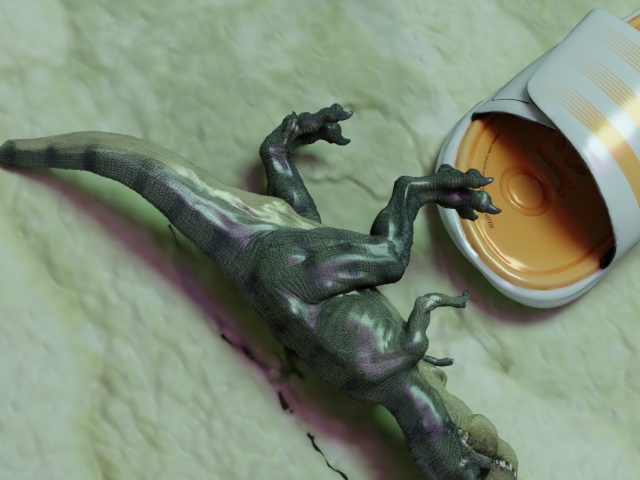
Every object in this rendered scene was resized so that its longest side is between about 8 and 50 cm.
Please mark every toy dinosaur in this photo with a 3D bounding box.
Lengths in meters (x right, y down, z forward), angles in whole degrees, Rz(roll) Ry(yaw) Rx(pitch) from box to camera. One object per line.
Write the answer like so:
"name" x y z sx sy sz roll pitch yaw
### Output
"toy dinosaur" 0.000 0.000 0.814 0.268 0.064 0.118 37 64 6

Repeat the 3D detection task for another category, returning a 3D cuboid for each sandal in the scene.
"sandal" 0.157 -0.075 0.897 0.102 0.076 0.265 45 58 7
